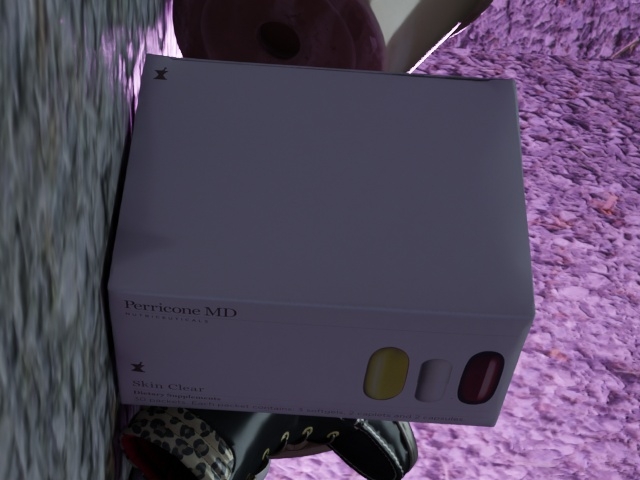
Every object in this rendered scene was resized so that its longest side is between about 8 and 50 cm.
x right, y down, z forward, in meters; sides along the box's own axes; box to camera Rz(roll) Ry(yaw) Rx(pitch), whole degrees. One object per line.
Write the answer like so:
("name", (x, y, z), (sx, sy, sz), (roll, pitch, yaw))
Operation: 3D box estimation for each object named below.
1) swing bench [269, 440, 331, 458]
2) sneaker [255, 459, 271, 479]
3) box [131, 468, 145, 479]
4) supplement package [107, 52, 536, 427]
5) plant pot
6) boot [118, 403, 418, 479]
("swing bench", (-0.021, 0.060, 1.254), (0.255, 0.165, 0.253), (98, -6, -58))
("sneaker", (-0.118, 0.159, 1.590), (0.169, 0.108, 0.293), (93, -10, -59))
("box", (-0.124, 0.297, 0.946), (0.183, 0.056, 0.231), (-92, -176, -74))
("supplement package", (0.000, 0.000, 0.845), (0.145, 0.261, 0.204), (95, -3, -53))
("plant pot", (0.004, -0.252, 1.102), (0.323, 0.323, 0.280), (95, 15, -46))
("boot", (-0.036, 0.151, 0.931), (0.236, 0.085, 0.179), (50, 48, -21))
